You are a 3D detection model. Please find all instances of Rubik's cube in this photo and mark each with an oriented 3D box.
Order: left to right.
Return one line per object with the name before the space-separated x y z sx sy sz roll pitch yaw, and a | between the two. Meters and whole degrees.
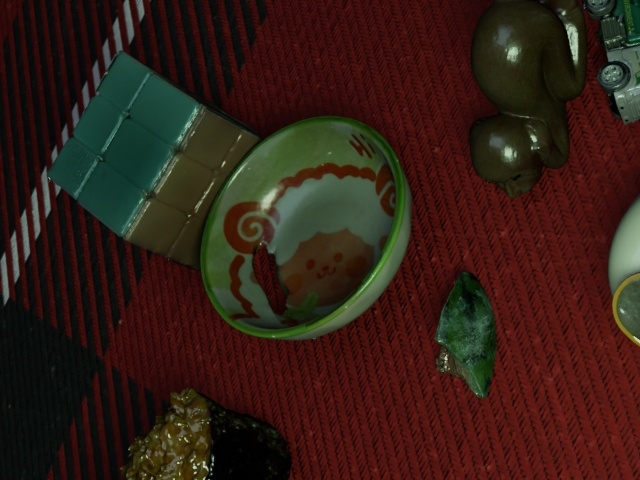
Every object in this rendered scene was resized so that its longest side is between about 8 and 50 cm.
Rubik's cube | -0.223 -0.108 1.810 0.231 0.221 0.224 35 96 38

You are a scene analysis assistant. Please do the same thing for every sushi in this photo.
sushi | -0.171 0.384 1.618 0.234 0.207 0.348 16 81 45

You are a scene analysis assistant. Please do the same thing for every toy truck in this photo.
toy truck | 0.394 -0.259 1.499 0.116 0.110 0.216 -13 66 20

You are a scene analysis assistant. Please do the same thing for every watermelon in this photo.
watermelon | 0.175 0.106 1.549 0.080 0.101 0.155 3 66 48

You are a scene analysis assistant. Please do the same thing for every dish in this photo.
dish | 0.000 0.000 1.669 0.324 0.124 0.324 -17 58 29

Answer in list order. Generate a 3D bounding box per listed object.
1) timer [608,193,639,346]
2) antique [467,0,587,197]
timer | 0.435 0.023 1.342 0.234 0.240 0.233 5 103 20
antique | 0.246 -0.181 1.515 0.121 0.143 0.256 26 123 37
